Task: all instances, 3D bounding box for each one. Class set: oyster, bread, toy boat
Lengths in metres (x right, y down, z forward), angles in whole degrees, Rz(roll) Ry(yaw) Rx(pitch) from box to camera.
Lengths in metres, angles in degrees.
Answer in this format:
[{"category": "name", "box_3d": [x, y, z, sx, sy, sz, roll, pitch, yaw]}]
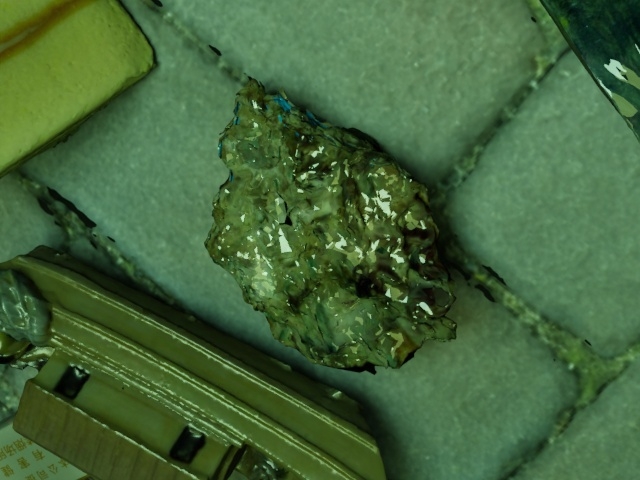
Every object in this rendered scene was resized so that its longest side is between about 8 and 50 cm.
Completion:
[{"category": "oyster", "box_3d": [0.002, -0.011, 0.870, 0.198, 0.092, 0.259, -19, 85, 29]}, {"category": "bread", "box_3d": [-0.270, -0.133, 0.831, 0.163, 0.264, 0.167, -32, 103, 24]}, {"category": "toy boat", "box_3d": [-0.132, 0.150, 0.929, 0.446, 0.162, 0.136, 25, 154, 8]}]

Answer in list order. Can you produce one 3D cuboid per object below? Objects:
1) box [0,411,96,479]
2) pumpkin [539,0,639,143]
[{"category": "box", "box_3d": [-0.234, 0.267, 1.060, 0.150, 0.067, 0.233, -29, 98, 23]}, {"category": "pumpkin", "box_3d": [0.291, -0.111, 0.680, 0.197, 0.263, 0.293, -38, 98, 20]}]
